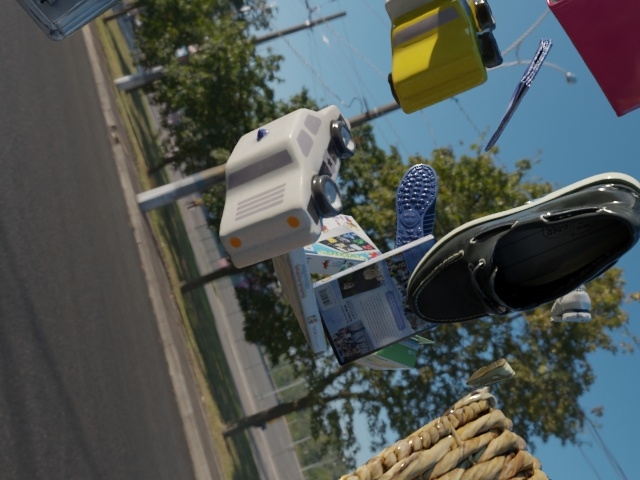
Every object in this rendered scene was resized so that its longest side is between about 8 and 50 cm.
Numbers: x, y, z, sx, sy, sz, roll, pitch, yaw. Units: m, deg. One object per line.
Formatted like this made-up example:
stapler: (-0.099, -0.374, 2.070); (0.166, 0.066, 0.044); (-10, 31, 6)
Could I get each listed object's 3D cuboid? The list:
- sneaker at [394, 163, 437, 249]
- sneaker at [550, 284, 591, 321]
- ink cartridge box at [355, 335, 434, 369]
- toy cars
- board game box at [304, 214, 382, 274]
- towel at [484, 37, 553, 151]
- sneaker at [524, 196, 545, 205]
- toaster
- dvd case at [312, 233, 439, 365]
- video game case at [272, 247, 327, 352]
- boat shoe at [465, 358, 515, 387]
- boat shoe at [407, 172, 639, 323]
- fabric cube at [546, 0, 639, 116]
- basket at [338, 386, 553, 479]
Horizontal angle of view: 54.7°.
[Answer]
sneaker: (0.186, -0.035, 1.234); (0.090, 0.081, 0.232); (71, 30, -67)
sneaker: (0.643, 0.162, 1.585); (0.235, 0.090, 0.095); (55, 33, -76)
ink cartridge box: (0.146, 0.247, 1.394); (0.209, 0.109, 0.062); (-19, -129, 58)
toy cars: (0.035, -0.138, 0.563); (0.176, 0.393, 0.087); (18, -34, 55)
board game box: (0.000, 0.000, 1.434); (0.053, 0.305, 0.193); (-58, -134, 25)
towel: (0.574, -0.430, 1.802); (0.040, 0.336, 0.243); (30, -43, 9)
sneaker: (0.547, -0.050, 1.416); (0.162, 0.073, 0.063); (47, -22, 32)
toaster: (-0.398, -0.399, 0.968); (0.129, 0.146, 0.227); (54, -6, -30)
dvd case: (0.120, 0.114, 1.152); (0.022, 0.253, 0.180); (-114, -179, -67)
video game case: (-0.052, 0.023, 0.925); (0.227, 0.026, 0.206); (-124, -161, -57)
boat shoe: (0.425, 0.346, 1.561); (0.048, 0.056, 0.153); (48, -42, 5)
boat shoe: (0.246, 0.037, 0.784); (0.127, 0.340, 0.113); (57, 31, -14)
fabric cube: (0.519, -0.402, 0.952); (0.258, 0.259, 0.254); (38, 47, -33)
basket: (0.031, 0.268, 0.355); (0.223, 0.299, 0.213); (54, -44, 22)
